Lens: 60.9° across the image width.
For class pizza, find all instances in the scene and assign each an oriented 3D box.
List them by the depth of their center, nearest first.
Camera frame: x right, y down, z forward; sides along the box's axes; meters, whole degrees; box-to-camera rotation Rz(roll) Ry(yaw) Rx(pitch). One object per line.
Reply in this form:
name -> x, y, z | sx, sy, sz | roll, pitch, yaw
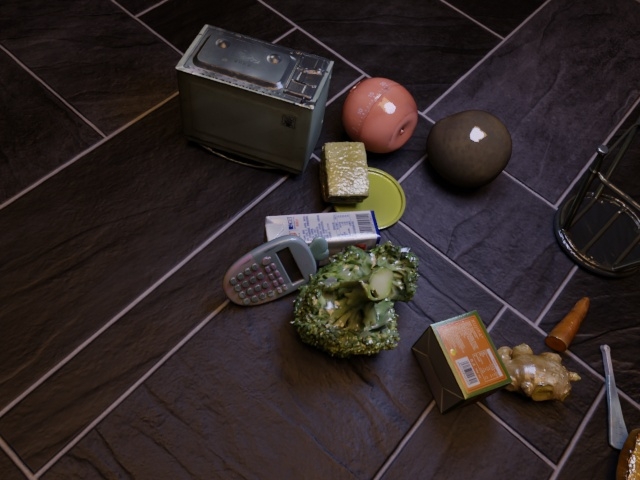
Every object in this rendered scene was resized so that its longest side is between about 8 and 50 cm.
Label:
pizza -> 0.847, 0.593, 1.340 | 0.288, 0.074, 0.251 | 5, 62, -8

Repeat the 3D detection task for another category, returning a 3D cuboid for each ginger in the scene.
ginger -> 0.570, 0.352, 1.425 | 0.216, 0.102, 0.157 | 7, 33, 2

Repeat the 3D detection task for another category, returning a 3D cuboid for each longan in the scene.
longan -> 0.457, -0.287, 1.689 | 0.258, 0.258, 0.258 | 3, 60, -6

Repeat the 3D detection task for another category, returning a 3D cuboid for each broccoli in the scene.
broccoli -> 0.118, 0.160, 1.380 | 0.375, 0.302, 0.249 | -30, 109, -21

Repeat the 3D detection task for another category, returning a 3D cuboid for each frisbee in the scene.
frisbee -> 0.148, -0.130, 1.688 | 0.236, 0.017, 0.235 | 4, 60, -6

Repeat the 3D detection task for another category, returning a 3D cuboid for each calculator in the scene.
calculator -> -0.114, 0.075, 1.433 | 0.299, 0.185, 0.041 | -28, 42, -3

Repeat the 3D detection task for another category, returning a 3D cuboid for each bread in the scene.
bread -> 0.069, -0.198, 1.646 | 0.138, 0.102, 0.196 | -3, 64, -7

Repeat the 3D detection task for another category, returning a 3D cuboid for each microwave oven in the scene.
microwave oven -> -0.189, -0.418, 1.631 | 0.395, 0.333, 0.247 | 18, 55, 3

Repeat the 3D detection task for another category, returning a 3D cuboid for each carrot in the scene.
carrot -> 0.714, 0.227, 1.546 | 0.061, 0.061, 0.210 | 42, 60, 15

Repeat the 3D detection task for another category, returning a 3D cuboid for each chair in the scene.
chair -> 0.910, -0.116, 1.559 | 0.362, 0.410, 0.365 | 43, 63, 15

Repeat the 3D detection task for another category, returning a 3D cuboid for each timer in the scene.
timer -> 0.185, -0.395, 1.723 | 0.230, 0.229, 0.215 | -36, 62, -24

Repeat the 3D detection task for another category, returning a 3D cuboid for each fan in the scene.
fan -> 0.789, 0.417, 1.465 | 0.057, 0.023, 0.282 | 10, 61, -1

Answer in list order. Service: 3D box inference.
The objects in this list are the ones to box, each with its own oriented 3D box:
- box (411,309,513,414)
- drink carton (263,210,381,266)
box -> 0.353, 0.308, 1.374 | 0.148, 0.177, 0.194 | -15, 64, -15
drink carton -> 0.000, 0.000, 1.524 | 0.315, 0.130, 0.106 | -4, 53, -11
